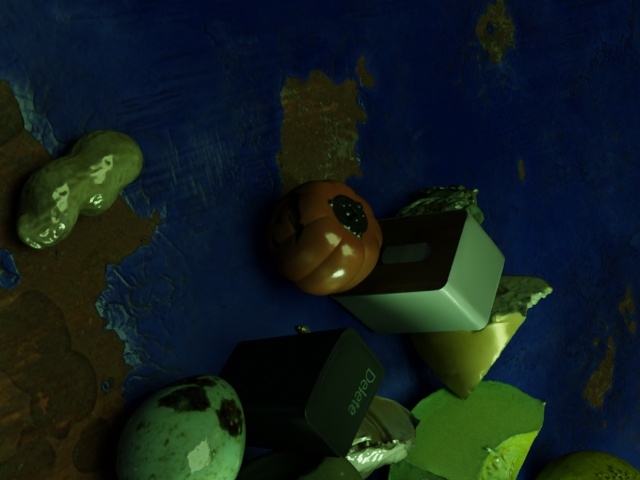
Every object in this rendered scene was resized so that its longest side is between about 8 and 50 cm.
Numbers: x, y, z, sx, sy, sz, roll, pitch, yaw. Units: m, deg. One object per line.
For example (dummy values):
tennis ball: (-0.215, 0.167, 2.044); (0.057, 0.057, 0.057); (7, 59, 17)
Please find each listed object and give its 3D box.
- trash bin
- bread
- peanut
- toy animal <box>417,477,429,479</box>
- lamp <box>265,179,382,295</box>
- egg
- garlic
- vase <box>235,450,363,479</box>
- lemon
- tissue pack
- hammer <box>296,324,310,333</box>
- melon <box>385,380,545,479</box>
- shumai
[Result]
trash bin: (-0.044, 0.226, 1.679); (0.115, 0.225, 0.165); (51, 50, -30)
bread: (0.258, 0.118, 2.030); (0.211, 0.224, 0.183); (38, 43, 7)
peanut: (-0.326, -0.073, 1.518); (0.228, 0.085, 0.104); (-43, 126, -41)
toy animal: (0.160, 0.511, 1.837); (0.289, 0.249, 0.174); (42, 44, -14)
lamp: (0.000, 0.000, 1.815); (0.187, 0.164, 0.188); (28, 43, -29)
egg: (-0.186, 0.280, 1.561); (0.169, 0.169, 0.231); (60, 36, -23)
garlic: (0.041, 0.327, 1.817); (0.229, 0.178, 0.143); (11, 108, -27)
vase: (0.012, 0.463, 1.630); (0.241, 0.329, 0.302); (-30, 106, -50)
lemon: (0.544, 0.548, 2.266); (0.310, 0.258, 0.258); (-7, 89, -46)
tissue pack: (0.166, 0.059, 1.924); (0.136, 0.246, 0.159); (44, 54, -37)
hammer: (-0.040, 0.197, 1.847); (0.029, 0.014, 0.123); (29, 65, -32)
melon: (0.278, 0.411, 2.030); (0.331, 0.226, 0.343); (60, 33, -9)
shumai: (0.206, -0.048, 2.074); (0.184, 0.184, 0.142); (25, 42, -43)
